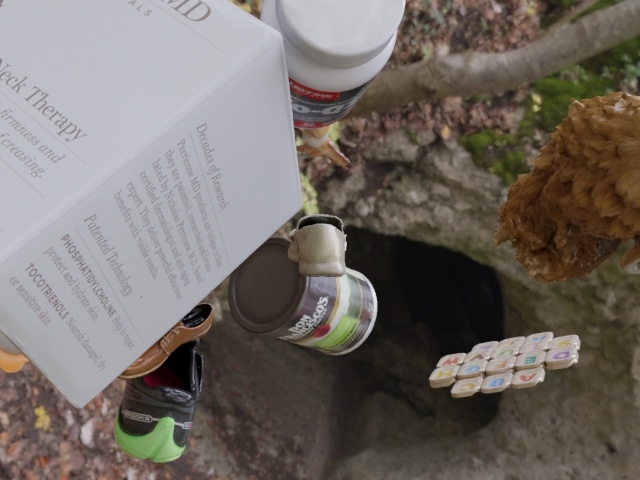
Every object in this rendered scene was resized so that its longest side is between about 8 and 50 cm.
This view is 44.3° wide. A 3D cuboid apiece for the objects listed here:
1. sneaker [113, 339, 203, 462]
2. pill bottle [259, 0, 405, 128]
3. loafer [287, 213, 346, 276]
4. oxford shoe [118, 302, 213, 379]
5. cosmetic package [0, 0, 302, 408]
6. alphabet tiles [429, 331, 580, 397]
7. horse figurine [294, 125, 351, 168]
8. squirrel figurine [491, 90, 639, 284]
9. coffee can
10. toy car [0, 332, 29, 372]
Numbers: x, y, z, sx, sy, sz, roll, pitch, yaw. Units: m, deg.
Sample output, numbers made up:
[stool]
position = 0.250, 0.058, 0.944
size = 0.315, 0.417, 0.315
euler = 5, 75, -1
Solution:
[sneaker]
position = -0.308, 0.213, 1.559
size = 0.185, 0.202, 0.483
euler = 18, 26, -28
[pill bottle]
position = 0.002, -0.244, 0.959
size = 0.283, 0.161, 0.161
euler = 149, -80, -80
[loafer]
position = 0.000, 0.000, 1.334
size = 0.268, 0.101, 0.092
euler = -136, -130, -78
[oxford shoe]
position = -0.276, 0.166, 1.378
size = 0.212, 0.076, 0.076
euler = -34, 78, -36
[cosmetic package]
position = -0.277, -0.091, 0.923
size = 0.329, 0.393, 0.327
euler = 37, -22, 22
[alphabet tiles]
position = 0.357, 0.233, 1.531
size = 0.278, 0.284, 0.021
euler = -32, 106, -65
[horse figurine]
position = -0.029, -0.251, 1.719
size = 0.066, 0.174, 0.263
euler = -55, 159, -23
[squirrel figurine]
position = 0.413, -0.055, 0.918
size = 0.370, 0.396, 0.281
euler = -38, 137, -84
[coffee can]
position = -0.033, 0.123, 1.681
size = 0.275, 0.201, 0.202
euler = 25, 46, -51
[toy car]
position = -0.597, 0.131, 1.474
size = 0.210, 0.219, 0.238
euler = 20, 44, -40
